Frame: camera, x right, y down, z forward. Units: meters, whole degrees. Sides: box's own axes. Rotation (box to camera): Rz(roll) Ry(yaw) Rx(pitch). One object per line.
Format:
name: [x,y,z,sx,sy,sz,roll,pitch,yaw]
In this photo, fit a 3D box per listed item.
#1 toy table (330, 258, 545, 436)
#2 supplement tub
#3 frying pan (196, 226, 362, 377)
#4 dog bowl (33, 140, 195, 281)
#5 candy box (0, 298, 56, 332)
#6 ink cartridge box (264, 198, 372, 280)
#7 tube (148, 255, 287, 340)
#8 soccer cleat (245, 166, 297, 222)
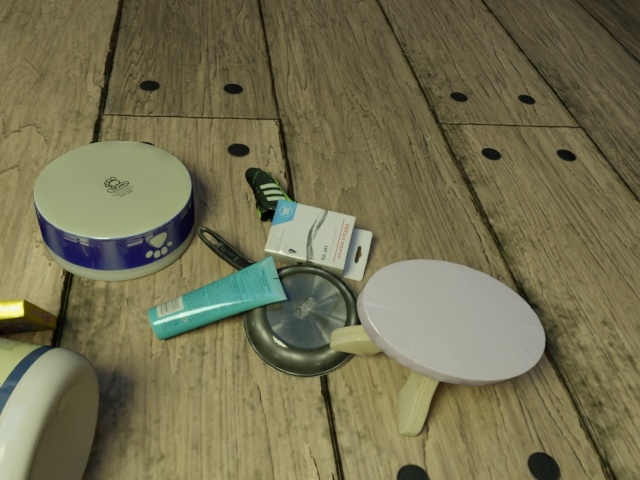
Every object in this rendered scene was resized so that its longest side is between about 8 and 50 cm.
toy table: [0.163,0.145,0.863,0.275,0.161,0.252,23,54,-7]
supplement tub: [-0.448,0.216,0.656,0.325,0.235,0.235,9,45,-1]
frying pan: [-0.054,0.069,0.968,0.197,0.053,0.326,-20,66,-20]
dog bowl: [-0.358,-0.060,1.039,0.265,0.104,0.264,6,45,-6]
candy box: [-0.436,0.108,0.800,0.105,0.206,0.027,-6,79,-15]
ink cartridge box: [0.000,0.000,1.052,0.180,0.060,0.104,13,71,3]
tube: [-0.161,0.093,0.914,0.207,0.052,0.080,-21,68,-3]
soccer cleat: [-0.103,-0.080,1.142,0.072,0.060,0.179,-31,59,-26]
